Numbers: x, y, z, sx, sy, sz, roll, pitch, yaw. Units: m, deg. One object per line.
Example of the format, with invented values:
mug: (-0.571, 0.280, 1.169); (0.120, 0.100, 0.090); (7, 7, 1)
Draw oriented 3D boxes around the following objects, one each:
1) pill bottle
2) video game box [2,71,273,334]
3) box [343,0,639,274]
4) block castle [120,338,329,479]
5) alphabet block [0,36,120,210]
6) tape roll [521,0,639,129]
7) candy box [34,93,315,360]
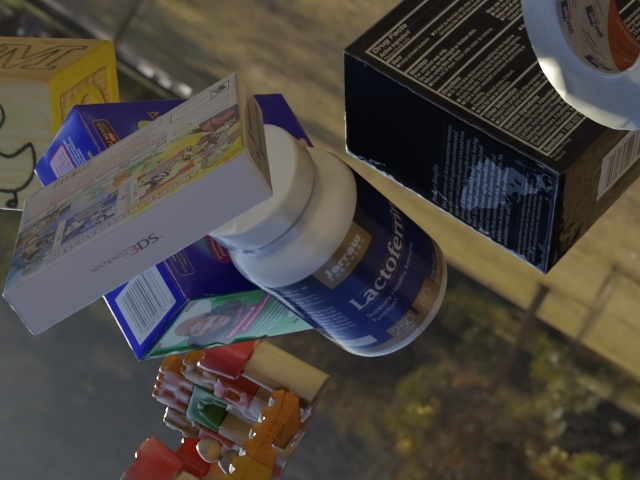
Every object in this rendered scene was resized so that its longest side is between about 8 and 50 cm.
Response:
pill bottle: (0.000, 0.000, 1.669); (0.153, 0.153, 0.264); (26, 172, 45)
video game box: (-0.134, -0.033, 1.241); (0.048, 0.205, 0.187); (57, -171, -20)
box: (0.229, -0.170, 1.880); (0.294, 0.296, 0.183); (34, 149, 25)
block castle: (-0.172, 0.307, 2.181); (0.213, 0.303, 0.453); (28, 147, 5)
alphabet block: (-0.389, -0.157, 2.190); (0.197, 0.192, 0.193); (4, -155, 19)
tape roll: (0.276, -0.213, 1.495); (0.219, 0.072, 0.219); (40, 141, 42)
candy box: (-0.118, -0.024, 1.861); (0.317, 0.122, 0.268); (-8, -121, -45)
